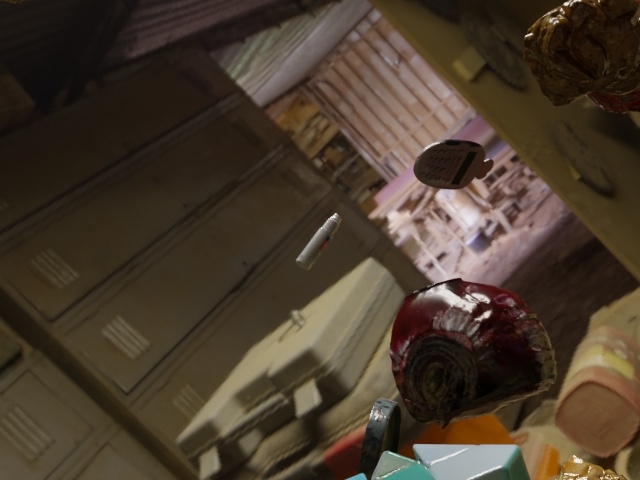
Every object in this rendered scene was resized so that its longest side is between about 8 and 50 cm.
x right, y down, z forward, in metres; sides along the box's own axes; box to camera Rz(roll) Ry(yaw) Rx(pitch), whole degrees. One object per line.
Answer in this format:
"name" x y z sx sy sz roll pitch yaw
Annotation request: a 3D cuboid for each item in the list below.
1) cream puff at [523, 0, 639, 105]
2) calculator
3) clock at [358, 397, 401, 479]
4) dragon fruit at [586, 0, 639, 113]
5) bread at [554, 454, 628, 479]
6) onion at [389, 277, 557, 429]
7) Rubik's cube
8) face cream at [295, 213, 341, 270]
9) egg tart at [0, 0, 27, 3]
"cream puff" 0.240 -0.167 0.683 0.122 0.094 0.116 -28 3 -42
"calculator" 0.239 -0.136 1.387 0.166 0.024 0.103 4 -51 -30
"clock" 0.127 0.440 1.625 0.215 0.042 0.215 8 -90 -73
"dragon fruit" 0.619 -0.374 1.572 0.241 0.241 0.252 -44 -2 8
"bread" 0.480 0.483 1.282 0.139 0.229 0.143 -29 -35 -58
"onion" 0.235 0.156 1.177 0.207 0.206 0.216 -33 -21 29
"Rubik's cube" 0.129 0.326 0.785 0.213 0.224 0.265 -21 2 -6
"face cream" 0.000 0.000 1.554 0.130 0.034 0.034 -55 6 -18
"egg tart" -0.356 -0.426 1.015 0.279 0.095 0.279 -47 9 10
